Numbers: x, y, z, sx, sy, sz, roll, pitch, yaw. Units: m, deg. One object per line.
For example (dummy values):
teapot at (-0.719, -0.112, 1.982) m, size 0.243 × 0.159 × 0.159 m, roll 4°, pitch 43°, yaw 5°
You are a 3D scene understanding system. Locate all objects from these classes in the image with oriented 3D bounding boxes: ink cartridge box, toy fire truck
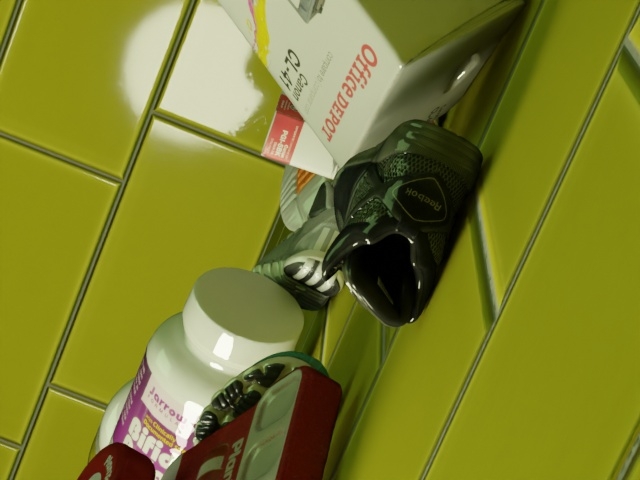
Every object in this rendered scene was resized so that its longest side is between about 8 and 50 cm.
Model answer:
ink cartridge box at (0.014, -0.107, 1.823) m, size 0.099 × 0.135 × 0.056 m, roll -77°, pitch 6°, yaw -65°
ink cartridge box at (0.000, -0.239, 1.399) m, size 0.131 × 0.306 × 0.226 m, roll -31°, pitch -11°, yaw -20°
toy fire truck at (-0.095, 0.259, 1.366) m, size 0.254 × 0.169 × 0.302 m, roll -39°, pitch 24°, yaw 41°

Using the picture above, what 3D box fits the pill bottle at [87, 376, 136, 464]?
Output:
pill bottle at (-0.203, 0.274, 2.307) m, size 0.334 × 0.188 × 0.188 m, roll 124°, pitch 167°, yaw -69°

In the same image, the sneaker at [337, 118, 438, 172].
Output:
sneaker at (0.069, -0.099, 1.607) m, size 0.170 × 0.063 × 0.075 m, roll 128°, pitch 163°, yaw -58°

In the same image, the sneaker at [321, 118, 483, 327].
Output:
sneaker at (0.040, 0.001, 1.279) m, size 0.130 × 0.087 × 0.227 m, roll -63°, pitch 8°, yaw -16°

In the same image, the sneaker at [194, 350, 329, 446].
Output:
sneaker at (-0.056, 0.179, 1.562) m, size 0.110 × 0.107 × 0.275 m, roll -59°, pitch -3°, yaw -44°

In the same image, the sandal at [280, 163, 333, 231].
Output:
sandal at (0.006, -0.110, 2.323) m, size 0.102 × 0.076 × 0.265 m, roll -39°, pitch 33°, yaw 33°

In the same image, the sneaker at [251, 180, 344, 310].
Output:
sneaker at (0.000, 0.000, 1.924) m, size 0.132 × 0.086 × 0.229 m, roll -65°, pitch 13°, yaw -13°

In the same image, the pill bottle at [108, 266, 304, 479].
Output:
pill bottle at (-0.126, 0.183, 1.918) m, size 0.169 × 0.169 × 0.301 m, roll -75°, pitch 7°, yaw -58°
